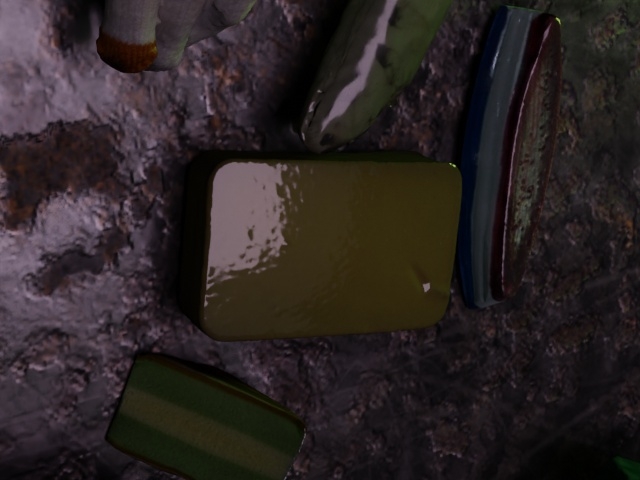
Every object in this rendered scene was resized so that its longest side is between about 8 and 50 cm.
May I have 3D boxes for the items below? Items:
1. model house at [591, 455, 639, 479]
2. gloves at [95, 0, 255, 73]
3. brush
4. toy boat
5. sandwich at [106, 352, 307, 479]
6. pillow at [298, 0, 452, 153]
[{"bbox_3d":[0.370,0.333,1.244,0.382,0.334,0.343,15,75,-17],"label":"model house"},{"bbox_3d":[-0.065,-0.201,0.941,0.140,0.131,0.219,32,76,-30],"label":"gloves"},{"bbox_3d":[0.000,0.000,1.067,0.197,0.059,0.123,-1,106,-30],"label":"brush"},{"bbox_3d":[0.141,-0.057,1.147,0.080,0.046,0.229,5,98,-34],"label":"toy boat"},{"bbox_3d":[-0.076,0.127,1.019,0.074,0.116,0.074,19,92,-33],"label":"sandwich"},{"bbox_3d":[0.058,-0.160,1.060,0.241,0.051,0.093,-65,152,-4],"label":"pillow"}]
